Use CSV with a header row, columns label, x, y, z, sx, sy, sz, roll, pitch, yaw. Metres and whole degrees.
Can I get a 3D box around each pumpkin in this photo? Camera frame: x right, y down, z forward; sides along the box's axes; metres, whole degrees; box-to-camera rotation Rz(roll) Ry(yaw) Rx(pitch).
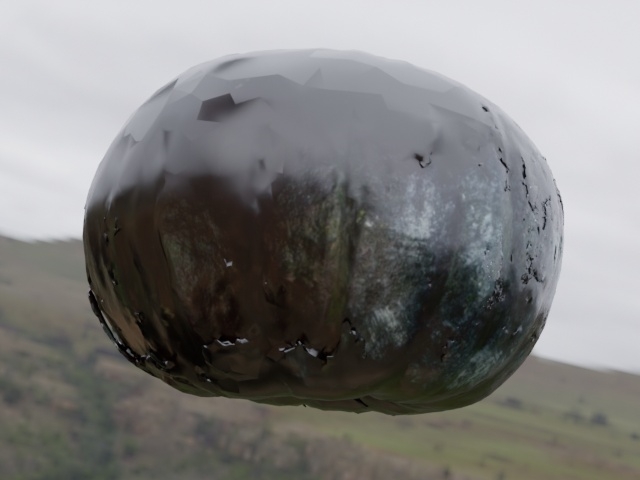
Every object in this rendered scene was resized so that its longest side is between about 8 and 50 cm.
label,x,y,z,sx,sy,sz,roll,pitch,yaw
pumpkin,0.000,0.000,0.823,0.233,0.163,0.233,6,-9,1
